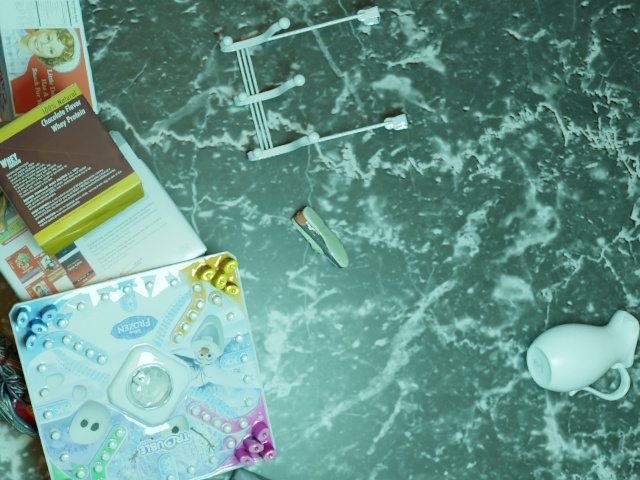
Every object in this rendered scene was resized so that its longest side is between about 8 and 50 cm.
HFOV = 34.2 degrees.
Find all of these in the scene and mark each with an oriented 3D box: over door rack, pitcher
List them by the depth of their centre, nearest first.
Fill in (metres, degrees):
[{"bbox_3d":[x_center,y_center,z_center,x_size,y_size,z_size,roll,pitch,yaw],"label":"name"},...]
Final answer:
[{"bbox_3d":[-0.004,-0.300,1.946,0.324,0.108,0.239,-14,88,-11],"label":"over door rack"},{"bbox_3d":[0.507,0.239,1.991,0.207,0.125,0.178,-13,103,-22],"label":"pitcher"}]

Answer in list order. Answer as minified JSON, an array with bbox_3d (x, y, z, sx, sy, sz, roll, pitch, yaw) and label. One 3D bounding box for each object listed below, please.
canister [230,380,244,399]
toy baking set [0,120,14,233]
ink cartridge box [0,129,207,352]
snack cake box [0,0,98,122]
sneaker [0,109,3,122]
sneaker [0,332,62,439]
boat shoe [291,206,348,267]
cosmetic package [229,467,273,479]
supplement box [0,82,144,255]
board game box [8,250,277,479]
[{"bbox_3d":[-0.234,0.257,1.875,0.170,0.073,0.126,-19,90,-9],"label":"canister"},{"bbox_3d":[-0.500,-0.113,1.769,0.256,0.030,0.197,-10,83,-8],"label":"toy baking set"},{"bbox_3d":[-0.402,0.004,1.836,0.309,0.130,0.272,-35,87,-11],"label":"ink cartridge box"},{"bbox_3d":[-0.500,-0.339,1.850,0.152,0.089,0.264,-7,85,-31],"label":"snack cake box"},{"bbox_3d":[-0.597,-0.210,1.865,0.134,0.051,0.070,11,77,-8],"label":"sneaker"},{"bbox_3d":[-0.549,0.240,1.802,0.299,0.112,0.121,34,81,-5],"label":"sneaker"},{"bbox_3d":[0.000,0.000,1.954,0.043,0.049,0.137,-36,96,31],"label":"boat shoe"},{"bbox_3d":[-0.150,0.640,1.778,0.161,0.230,0.453,24,82,-8],"label":"cosmetic package"},{"bbox_3d":[-0.421,-0.113,1.695,0.191,0.129,0.194,-34,87,-10],"label":"supplement box"},{"bbox_3d":[-0.289,0.250,1.772,0.390,0.050,0.390,-14,102,-17],"label":"board game box"}]
